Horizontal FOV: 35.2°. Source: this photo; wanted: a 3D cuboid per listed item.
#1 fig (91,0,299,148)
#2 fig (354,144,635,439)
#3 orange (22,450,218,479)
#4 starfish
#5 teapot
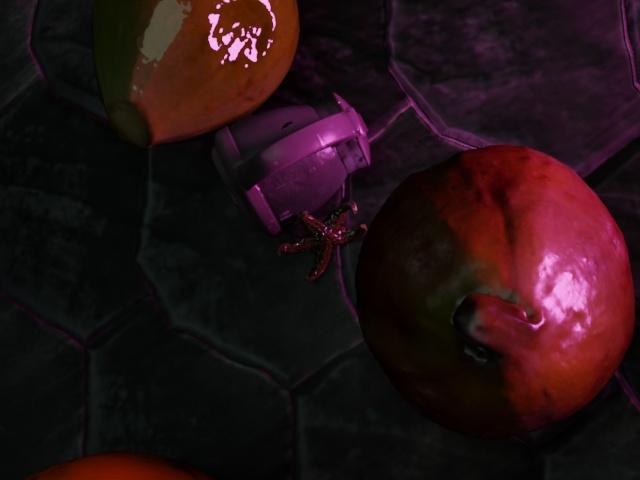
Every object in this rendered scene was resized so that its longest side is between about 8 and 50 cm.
[{"bbox_3d":[-0.121,-0.197,0.989,0.207,0.207,0.230,-17,62,19],"label":"fig"},{"bbox_3d":[0.134,0.044,0.803,0.224,0.224,0.263,-20,37,18],"label":"fig"},{"bbox_3d":[-0.173,0.323,0.812,0.312,0.312,0.312,-7,73,22],"label":"orange"},{"bbox_3d":[0.000,0.000,0.959,0.091,0.078,0.028,-16,34,-14],"label":"starfish"},{"bbox_3d":[-0.026,-0.087,0.955,0.146,0.148,0.116,-28,60,0],"label":"teapot"}]
